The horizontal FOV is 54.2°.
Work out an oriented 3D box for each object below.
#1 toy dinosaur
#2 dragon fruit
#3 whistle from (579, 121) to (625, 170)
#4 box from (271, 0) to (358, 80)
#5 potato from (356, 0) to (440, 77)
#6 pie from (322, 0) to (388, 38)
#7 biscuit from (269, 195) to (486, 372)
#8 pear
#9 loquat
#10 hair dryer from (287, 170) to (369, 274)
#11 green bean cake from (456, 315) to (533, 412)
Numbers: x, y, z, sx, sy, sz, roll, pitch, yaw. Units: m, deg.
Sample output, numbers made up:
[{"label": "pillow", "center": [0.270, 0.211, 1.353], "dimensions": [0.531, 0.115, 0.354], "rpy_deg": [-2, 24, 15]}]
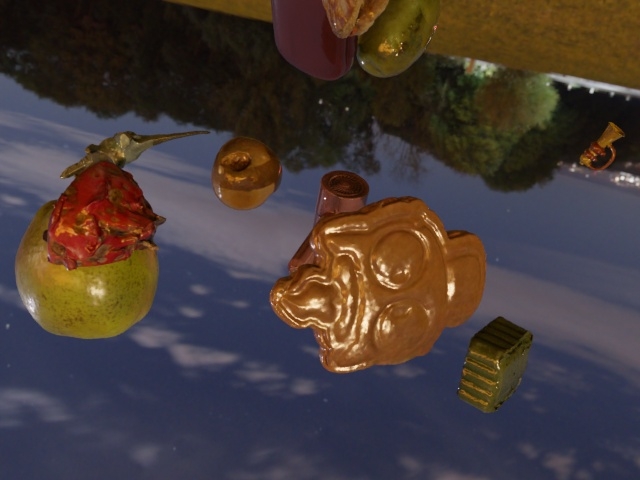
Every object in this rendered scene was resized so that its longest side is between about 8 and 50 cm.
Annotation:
[{"label": "toy dinosaur", "center": [-0.467, -0.224, 1.523], "dimensions": [0.392, 0.092, 0.205], "rpy_deg": [-25, -162, -4]}, {"label": "dragon fruit", "center": [-0.425, -0.055, 1.305], "dimensions": [0.211, 0.134, 0.262], "rpy_deg": [21, -126, 3]}, {"label": "whistle", "center": [0.630, -0.204, 1.394], "dimensions": [0.057, 0.109, 0.046], "rpy_deg": [31, -146, 0]}, {"label": "box", "center": [-0.016, -0.613, 1.681], "dimensions": [0.263, 0.108, 0.404], "rpy_deg": [28, 154, 14]}, {"label": "potato", "center": [0.230, -0.623, 1.840], "dimensions": [0.215, 0.305, 0.216], "rpy_deg": [21, 172, 3]}, {"label": "pie", "center": [0.058, -0.472, 1.132], "dimensions": [0.084, 0.205, 0.179], "rpy_deg": [-7, -125, -27]}, {"label": "biscuit", "center": [0.103, 0.069, 0.967], "dimensions": [0.375, 0.270, 0.051], "rpy_deg": [-7, -167, -22]}, {"label": "pear", "center": [-0.603, 0.058, 1.635], "dimensions": [0.390, 0.392, 0.391], "rpy_deg": [13, -168, -3]}, {"label": "loquat", "center": [-0.211, -0.186, 1.798], "dimensions": [0.212, 0.213, 0.213], "rpy_deg": [13, -168, -3]}, {"label": "hair dryer", "center": [0.000, 0.000, 1.520], "dimensions": [0.125, 0.211, 0.352], "rpy_deg": [22, -140, 13]}, {"label": "green bean cake", "center": [0.452, 0.320, 1.611], "dimensions": [0.113, 0.201, 0.214], "rpy_deg": [22, -149, 35]}]
